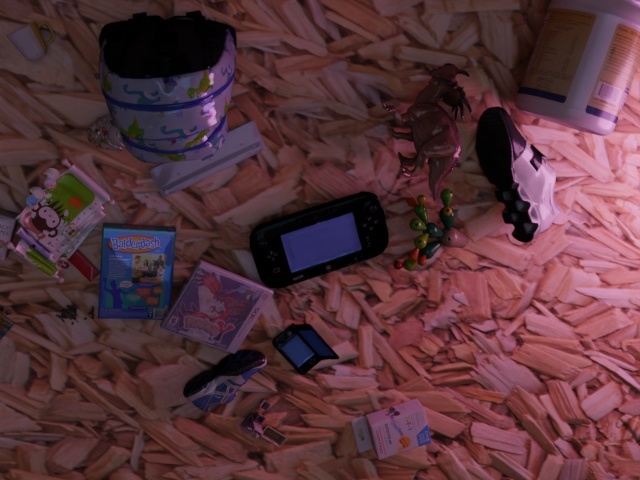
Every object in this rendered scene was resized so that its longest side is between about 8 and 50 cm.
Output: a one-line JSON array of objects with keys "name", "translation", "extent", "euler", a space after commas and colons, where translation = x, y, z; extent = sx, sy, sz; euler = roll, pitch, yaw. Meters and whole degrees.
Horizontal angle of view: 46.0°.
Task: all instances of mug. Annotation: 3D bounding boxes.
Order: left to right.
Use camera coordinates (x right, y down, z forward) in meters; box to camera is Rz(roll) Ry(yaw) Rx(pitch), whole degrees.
[{"name": "mug", "translation": [-0.575, -0.399, 1.511], "extent": [0.078, 0.062, 0.064], "euler": [-26, 117, 3]}]

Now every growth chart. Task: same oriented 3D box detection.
[{"name": "growth chart", "translation": [-0.555, -0.044, 1.603], "extent": [0.172, 0.021, 0.237], "euler": [36, 88, -35]}]

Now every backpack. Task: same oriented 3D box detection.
[{"name": "backpack", "translation": [-0.287, -0.301, 1.443], "extent": [0.290, 0.355, 0.273], "euler": [-3, 106, -12]}]

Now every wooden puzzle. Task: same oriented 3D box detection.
[{"name": "wooden puzzle", "translation": [-0.711, 0.187, 1.666], "extent": [0.049, 0.006, 0.083], "euler": [42, 93, -19]}]

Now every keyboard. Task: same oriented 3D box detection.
[{"name": "keyboard", "translation": [-0.248, -0.180, 1.666], "extent": [0.256, 0.014, 0.072], "euler": [-26, 104, -5]}]

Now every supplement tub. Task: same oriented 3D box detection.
[{"name": "supplement tub", "translation": [0.587, -0.411, 1.667], "extent": [0.228, 0.228, 0.316], "euler": [15, 101, -16]}]

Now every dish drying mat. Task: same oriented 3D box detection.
[{"name": "dish drying mat", "translation": [-0.527, 0.052, 1.668], "extent": [0.032, 0.008, 0.083], "euler": [-40, 109, 1]}]

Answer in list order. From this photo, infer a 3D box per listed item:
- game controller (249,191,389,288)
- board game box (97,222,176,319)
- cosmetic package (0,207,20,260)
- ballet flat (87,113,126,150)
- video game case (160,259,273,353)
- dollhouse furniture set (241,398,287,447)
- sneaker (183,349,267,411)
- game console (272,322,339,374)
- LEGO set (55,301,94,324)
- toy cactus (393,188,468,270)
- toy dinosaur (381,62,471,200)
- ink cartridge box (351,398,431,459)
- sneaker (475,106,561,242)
[{"name": "game controller", "translation": [0.000, 0.000, 1.738], "extent": [0.319, 0.067, 0.166], "euler": [-18, 108, -6]}, {"name": "board game box", "translation": [-0.408, 0.070, 1.677], "extent": [0.160, 0.047, 0.210], "euler": [4, 105, -15]}, {"name": "cosmetic package", "translation": [-0.762, -0.040, 1.566], "extent": [0.239, 0.060, 0.099], "euler": [17, 102, -16]}, {"name": "ballet flat", "translation": [-0.371, -0.231, 1.590], "extent": [0.241, 0.077, 0.091], "euler": [-6, 107, -10]}, {"name": "video game case", "translation": [-0.234, 0.155, 1.719], "extent": [0.201, 0.023, 0.183], "euler": [25, 104, -31]}, {"name": "dollhouse furniture set", "translation": [-0.117, 0.459, 1.828], "extent": [0.114, 0.081, 0.091], "euler": [37, 95, -19]}, {"name": "sneaker", "translation": [-0.216, 0.329, 1.781], "extent": [0.211, 0.080, 0.081], "euler": [-28, 115, 7]}, {"name": "game console", "translation": [-0.036, 0.261, 1.798], "extent": [0.107, 0.071, 0.122], "euler": [-40, 109, 0]}, {"name": "LEGO set", "translation": [-0.549, 0.162, 1.690], "extent": [0.083, 0.023, 0.054], "euler": [16, 104, -29]}, {"name": "toy cactus", "translation": [0.270, -0.018, 1.788], "extent": [0.180, 0.112, 0.219], "euler": [16, 99, -35]}, {"name": "toy dinosaur", "translation": [0.258, -0.243, 1.665], "extent": [0.200, 0.127, 0.296], "euler": [-15, 89, 9]}, {"name": "ink cartridge box", "translation": [0.179, 0.483, 1.909], "extent": [0.181, 0.061, 0.104], "euler": [-16, 107, -7]}, {"name": "sneaker", "translation": [0.474, -0.174, 1.780], "extent": [0.146, 0.122, 0.330], "euler": [-29, 109, -22]}]
